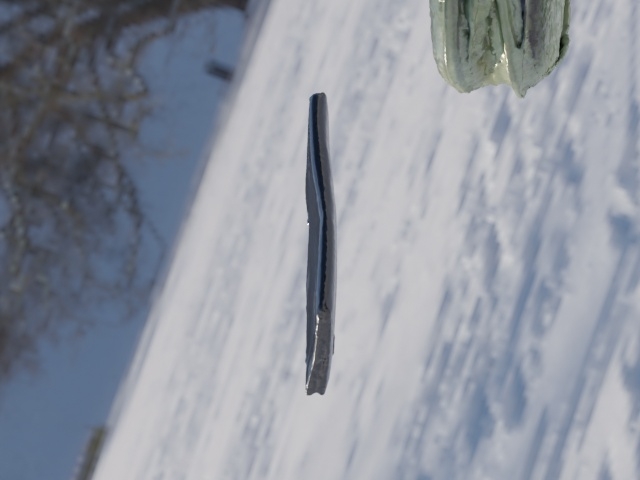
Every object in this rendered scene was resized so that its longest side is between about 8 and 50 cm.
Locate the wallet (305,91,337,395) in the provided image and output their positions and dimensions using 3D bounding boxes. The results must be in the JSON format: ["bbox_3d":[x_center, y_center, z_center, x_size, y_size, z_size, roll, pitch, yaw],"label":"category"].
[{"bbox_3d":[0.001,0.000,1.475,0.124,0.025,0.244,93,177,-48],"label":"wallet"}]

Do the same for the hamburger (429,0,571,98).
[{"bbox_3d":[0.082,-0.131,0.808,0.140,0.062,0.133,-11,-82,-78],"label":"hamburger"}]
